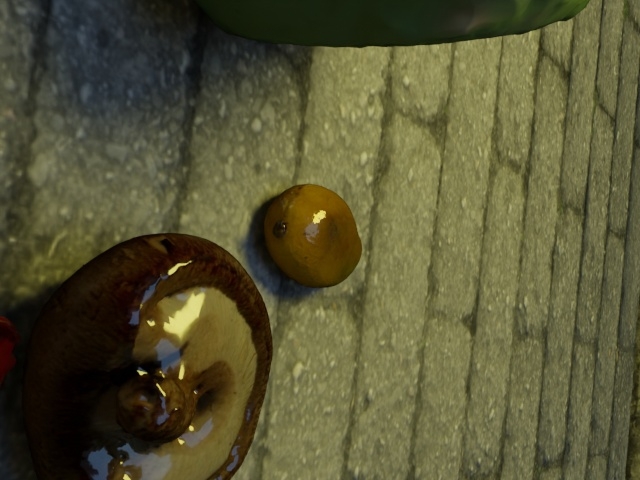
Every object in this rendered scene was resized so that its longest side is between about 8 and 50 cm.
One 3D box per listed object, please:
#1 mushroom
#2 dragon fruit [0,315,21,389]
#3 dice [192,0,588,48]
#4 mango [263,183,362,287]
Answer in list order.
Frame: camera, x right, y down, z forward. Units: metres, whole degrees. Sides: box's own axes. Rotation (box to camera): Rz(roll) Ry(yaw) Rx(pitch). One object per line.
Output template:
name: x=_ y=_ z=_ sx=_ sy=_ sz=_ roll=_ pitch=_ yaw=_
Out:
mushroom: x=-0.130 y=0.103 z=0.635 sx=0.194 sy=0.138 sz=0.232 roll=-9 pitch=112 yaw=-69
dragon fruit: x=-0.266 y=0.152 z=0.271 sx=0.282 sy=0.100 sz=0.344 roll=2 pitch=117 yaw=-62
dice: x=0.064 y=-0.334 z=0.672 sx=0.330 sy=0.318 sz=0.323 roll=-43 pitch=133 yaw=-60
mango: x=0.000 y=0.000 z=0.873 sx=0.187 sy=0.066 sz=0.101 roll=35 pitch=64 yaw=-61
